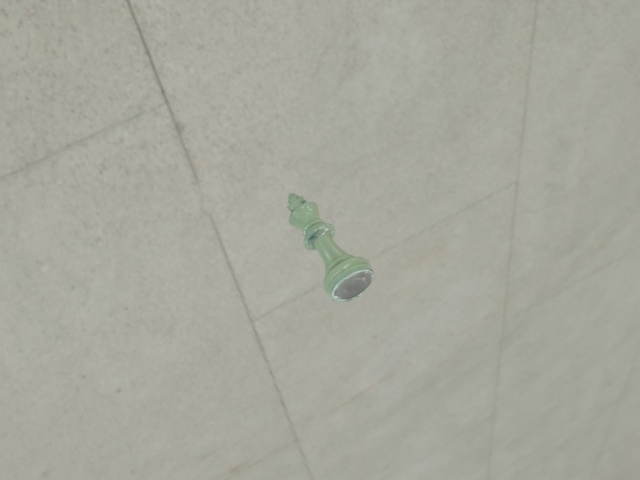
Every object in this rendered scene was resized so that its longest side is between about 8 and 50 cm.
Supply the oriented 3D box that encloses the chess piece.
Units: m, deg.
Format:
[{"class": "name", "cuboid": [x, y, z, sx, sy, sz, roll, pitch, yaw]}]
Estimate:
[{"class": "chess piece", "cuboid": [0.000, 0.000, 0.958, 0.059, 0.149, 0.059, -25, 147, -18]}]
